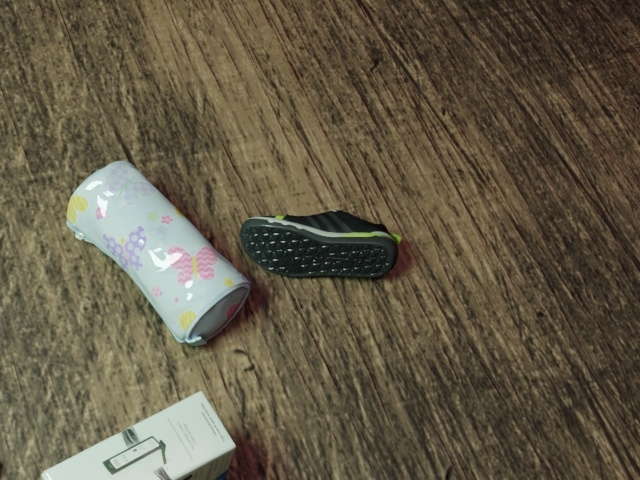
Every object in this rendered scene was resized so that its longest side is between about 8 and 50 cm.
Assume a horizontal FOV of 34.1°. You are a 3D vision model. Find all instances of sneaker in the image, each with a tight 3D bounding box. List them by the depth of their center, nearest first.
[{"bbox_3d":[0.000,0.000,1.508,0.235,0.084,0.097,10,32,-8],"label":"sneaker"}]

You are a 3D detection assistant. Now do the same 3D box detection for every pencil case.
[{"bbox_3d":[-0.221,0.015,1.410,0.273,0.113,0.124,43,68,16],"label":"pencil case"}]

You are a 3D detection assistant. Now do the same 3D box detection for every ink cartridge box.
[{"bbox_3d":[-0.213,0.279,1.215,0.203,0.148,0.086,-26,68,-25],"label":"ink cartridge box"}]
